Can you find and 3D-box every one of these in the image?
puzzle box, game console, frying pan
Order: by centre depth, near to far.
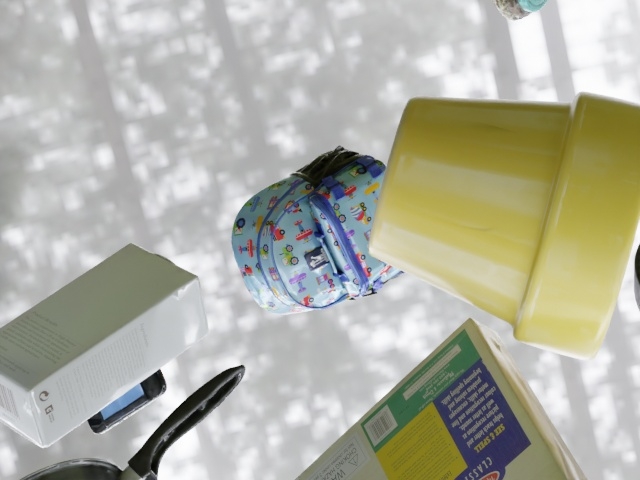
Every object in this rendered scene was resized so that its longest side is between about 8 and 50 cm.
[{"bbox_3d":[-0.198,0.254,1.750,0.326,0.197,0.053,-24,-127,-24],"label":"frying pan"},{"bbox_3d":[0.077,0.306,1.879,0.409,0.052,0.272,-44,-134,18],"label":"puzzle box"},{"bbox_3d":[-0.262,0.149,2.141,0.085,0.124,0.144,-13,164,-47],"label":"game console"}]

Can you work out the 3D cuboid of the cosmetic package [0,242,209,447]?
[{"bbox_3d":[-0.239,0.106,1.969,0.231,0.085,0.117,-33,-140,-31],"label":"cosmetic package"}]

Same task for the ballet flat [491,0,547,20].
[{"bbox_3d":[0.161,-0.468,1.893,0.182,0.482,0.164,13,-155,26],"label":"ballet flat"}]

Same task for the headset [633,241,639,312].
[{"bbox_3d":[0.539,0.093,2.145,0.394,0.185,0.243,29,-127,36],"label":"headset"}]

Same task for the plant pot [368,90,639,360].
[{"bbox_3d":[0.181,-0.035,1.836,0.239,0.254,0.254,15,-158,6],"label":"plant pot"}]

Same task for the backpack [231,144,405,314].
[{"bbox_3d":[0.000,0.000,2.030,0.173,0.158,0.117,-29,-159,-22],"label":"backpack"}]
